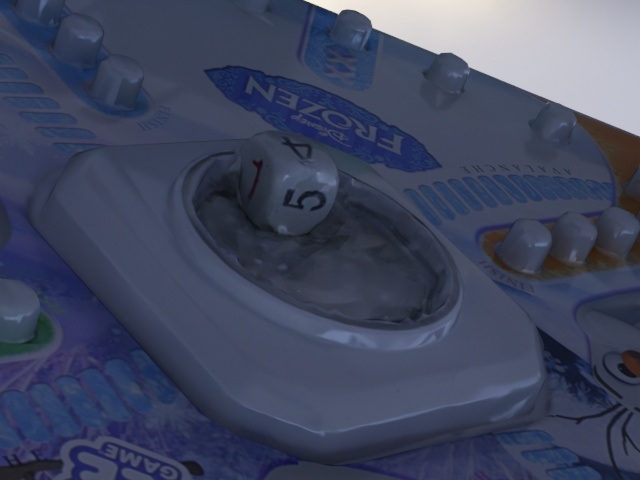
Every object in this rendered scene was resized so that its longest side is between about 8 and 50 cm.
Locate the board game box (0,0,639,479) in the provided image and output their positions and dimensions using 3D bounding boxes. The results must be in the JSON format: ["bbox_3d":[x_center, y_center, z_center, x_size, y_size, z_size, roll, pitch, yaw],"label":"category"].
[{"bbox_3d":[0.000,0.000,0.445,0.390,0.050,0.390,22,-152,-6],"label":"board game box"}]
